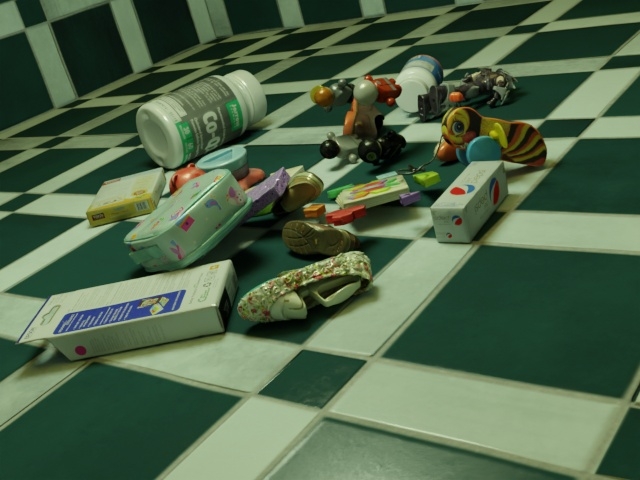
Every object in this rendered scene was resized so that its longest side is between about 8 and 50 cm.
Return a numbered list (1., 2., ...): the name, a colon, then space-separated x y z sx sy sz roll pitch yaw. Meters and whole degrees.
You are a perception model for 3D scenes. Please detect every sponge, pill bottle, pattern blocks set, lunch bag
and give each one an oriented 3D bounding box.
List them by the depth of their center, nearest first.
1. lunch bag: -0.274 -0.030 1.645 0.224 0.108 0.279 -48 18 -24
2. pattern blocks set: 0.106 -0.098 1.681 0.285 0.026 0.325 -18 12 -11
3. sponge: -0.160 -0.073 1.753 0.210 0.031 0.117 -33 18 22
4. pill bottle: 0.274 -0.438 2.296 0.124 0.124 0.221 -6 26 20
5. pill bottle: -0.348 -0.371 2.425 0.361 0.204 0.204 -33 29 -34

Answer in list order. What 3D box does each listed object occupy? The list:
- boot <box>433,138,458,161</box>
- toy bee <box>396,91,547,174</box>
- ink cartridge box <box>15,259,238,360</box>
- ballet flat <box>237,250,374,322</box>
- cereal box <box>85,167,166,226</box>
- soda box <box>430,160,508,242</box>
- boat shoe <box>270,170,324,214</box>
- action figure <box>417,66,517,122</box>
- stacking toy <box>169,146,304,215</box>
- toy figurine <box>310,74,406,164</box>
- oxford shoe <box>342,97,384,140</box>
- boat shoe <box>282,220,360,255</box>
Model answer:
1. boot: 0.336 -0.212 1.836 0.158 0.059 0.084 -21 29 -16
2. toy bee: 0.317 -0.222 1.658 0.298 0.162 0.195 -9 14 -27
3. ink cartridge box: -0.341 0.130 1.469 0.371 0.069 0.176 -9 24 8
4. ballet flat: -0.019 0.086 1.355 0.241 0.091 0.077 -23 46 -10
5. cereal box: -0.508 -0.118 2.151 0.173 0.047 0.240 -13 23 4
6. soda box: 0.285 -0.077 1.536 0.069 0.074 0.216 2 29 34
7. boat shoe: -0.055 -0.091 1.756 0.072 0.068 0.190 -51 8 -25
8. action figure: 0.401 -0.400 2.178 0.285 0.099 0.185 -20 16 -20
9. stacking toy: -0.203 -0.158 1.950 0.280 0.130 0.309 -7 25 19
10. toy figurine: 0.088 -0.288 1.958 0.209 0.213 0.148 6 17 39
11. oxford shoe: 0.126 -0.327 2.206 0.098 0.097 0.271 9 32 6
12. boat shoe: 0.000 0.000 1.570 0.178 0.064 0.060 10 3 42
